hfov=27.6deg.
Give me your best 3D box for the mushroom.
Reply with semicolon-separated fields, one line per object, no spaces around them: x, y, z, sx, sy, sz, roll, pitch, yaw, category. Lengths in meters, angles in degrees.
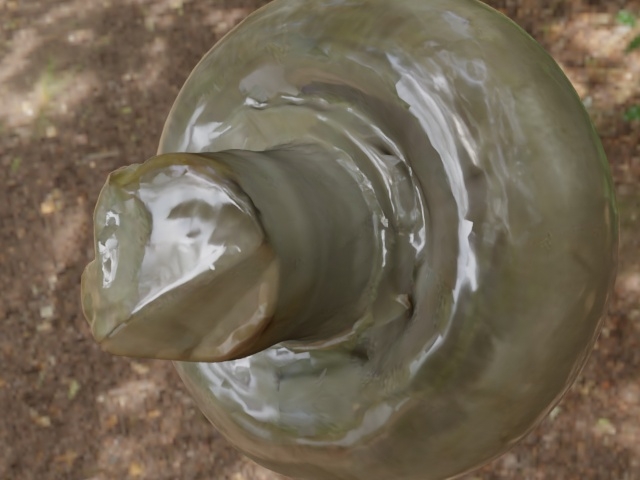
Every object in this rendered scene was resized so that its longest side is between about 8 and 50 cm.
0.000;0.000;0.488;0.204;0.204;0.204;-3;31;2;mushroom
